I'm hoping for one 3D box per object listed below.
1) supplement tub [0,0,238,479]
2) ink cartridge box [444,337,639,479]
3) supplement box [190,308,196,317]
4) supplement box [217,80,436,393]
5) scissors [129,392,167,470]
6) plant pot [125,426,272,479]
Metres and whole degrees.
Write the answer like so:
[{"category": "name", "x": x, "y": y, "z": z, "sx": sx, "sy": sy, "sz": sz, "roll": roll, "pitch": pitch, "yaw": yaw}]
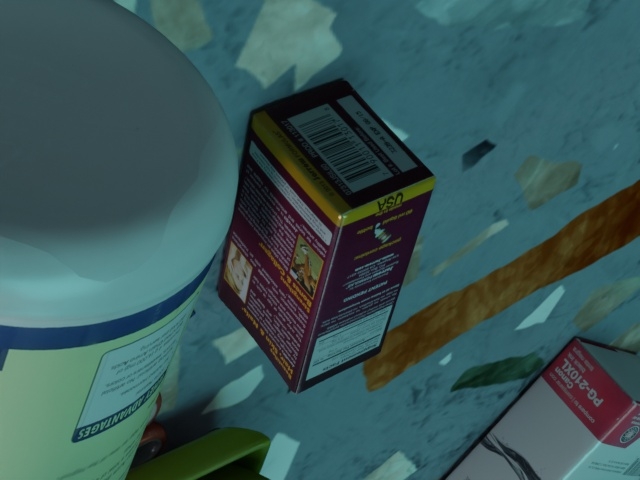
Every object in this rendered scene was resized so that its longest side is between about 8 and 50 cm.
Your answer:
[{"category": "supplement tub", "x": -0.194, "y": 0.046, "z": 0.894, "sx": 0.235, "sy": 0.235, "sz": 0.325, "roll": -14, "pitch": 142, "yaw": -38}, {"category": "ink cartridge box", "x": 0.248, "y": 0.225, "z": 1.798, "sx": 0.237, "sy": 0.100, "sz": 0.172, "roll": -49, "pitch": 148, "yaw": 15}, {"category": "supplement box", "x": -0.140, "y": 0.039, "z": 1.132, "sx": 0.083, "sy": 0.056, "sz": 0.083, "roll": -39, "pitch": 151, "yaw": -2}, {"category": "supplement box", "x": 0.000, "y": 0.000, "z": 1.192, "sx": 0.081, "sy": 0.104, "sz": 0.188, "roll": -23, "pitch": 147, "yaw": -29}, {"category": "scissors", "x": -0.233, "y": 0.181, "z": 1.255, "sx": 0.297, "sy": 0.021, "sz": 0.109, "roll": -23, "pitch": 149, "yaw": -31}, {"category": "plant pot", "x": -0.102, "y": 0.289, "z": 1.350, "sx": 0.227, "sy": 0.207, "sz": 0.228, "roll": -23, "pitch": 155, "yaw": -27}]
